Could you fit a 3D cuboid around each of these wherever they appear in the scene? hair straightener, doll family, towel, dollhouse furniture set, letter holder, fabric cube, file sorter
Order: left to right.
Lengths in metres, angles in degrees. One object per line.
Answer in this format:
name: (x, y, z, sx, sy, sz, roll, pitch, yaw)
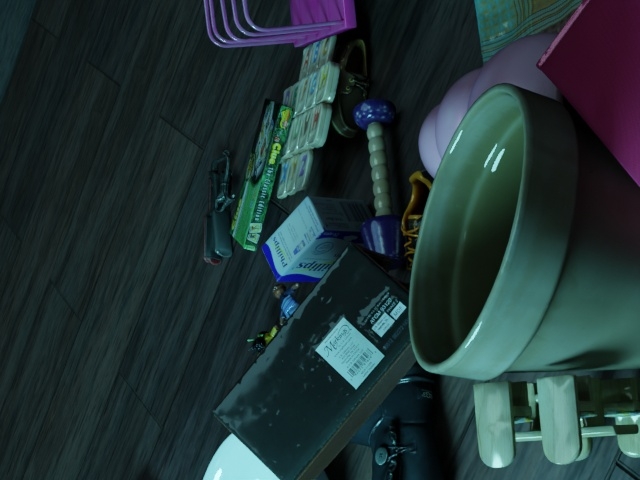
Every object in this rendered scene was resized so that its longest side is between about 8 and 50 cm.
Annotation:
hair straightener: (-0.179, -0.073, 2.317, 0.089, 0.047, 0.230, -27, 52, 47)
file sorter: (-0.080, -0.424, 1.994, 0.290, 0.182, 0.202, -171, 74, -72)
doll family: (-0.063, 0.157, 2.033, 0.193, 0.076, 0.111, -57, 33, 16)
letter holder: (0.031, 0.174, 1.707, 0.152, 0.214, 0.302, 41, 97, 18)
towel: (0.311, -0.413, 1.741, 0.271, 0.040, 0.370, -32, 53, 46)
dollhouse furniture set: (0.319, 0.229, 1.334, 0.242, 0.212, 0.161, -10, 78, 33)
fabric cube: (0.436, -0.171, 1.271, 0.254, 0.259, 0.258, -56, 37, 23)

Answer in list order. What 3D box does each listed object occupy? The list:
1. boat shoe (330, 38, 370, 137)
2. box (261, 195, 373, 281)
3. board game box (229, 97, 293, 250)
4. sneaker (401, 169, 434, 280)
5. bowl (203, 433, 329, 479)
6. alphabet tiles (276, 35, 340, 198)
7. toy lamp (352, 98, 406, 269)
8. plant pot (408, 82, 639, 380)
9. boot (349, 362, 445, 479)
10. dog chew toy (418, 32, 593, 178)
boat shoe: (0.049, -0.257, 2.033, 0.060, 0.064, 0.178, -30, 52, 49)
box: (0.000, 0.000, 1.942, 0.137, 0.126, 0.072, -47, 56, 36)
board game box: (-0.107, -0.120, 2.190, 0.136, 0.030, 0.260, -142, 66, -69)
sneaker: (0.152, -0.003, 1.772, 0.084, 0.083, 0.215, -5, 74, 53)
bowl: (-0.063, 0.434, 1.863, 0.298, 0.134, 0.298, -26, 57, 47)
alphabet tiles: (-0.029, -0.213, 2.092, 0.284, 0.021, 0.278, 169, 113, -73)
toy lamp: (0.093, -0.085, 1.894, 0.080, 0.080, 0.275, -35, 48, 43)
plant pot: (0.283, 0.016, 1.360, 0.323, 0.280, 0.323, -167, 90, -78)
boot: (0.075, 0.307, 1.749, 0.246, 0.094, 0.207, -29, 51, 40)
dog chew toy: (0.246, -0.146, 1.601, 0.332, 0.206, 0.207, -13, 67, 61)
